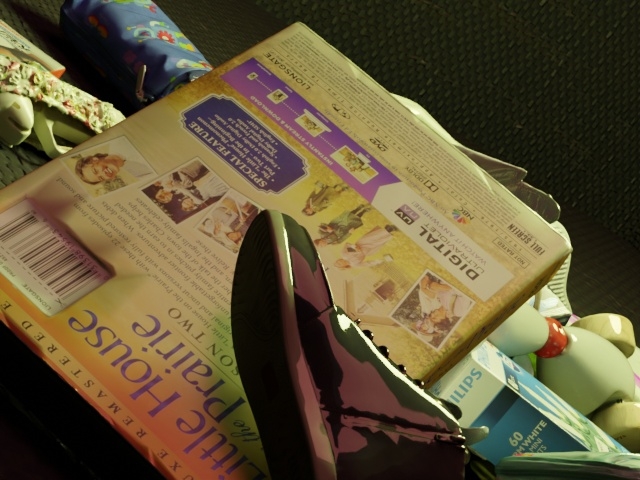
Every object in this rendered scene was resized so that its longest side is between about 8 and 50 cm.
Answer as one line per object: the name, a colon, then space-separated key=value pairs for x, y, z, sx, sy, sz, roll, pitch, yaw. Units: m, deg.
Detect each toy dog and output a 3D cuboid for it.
toy dog: x=0.245 y=0.146 z=1.804 sx=0.334 sy=0.161 sz=0.220 roll=42 pitch=35 yaw=-27

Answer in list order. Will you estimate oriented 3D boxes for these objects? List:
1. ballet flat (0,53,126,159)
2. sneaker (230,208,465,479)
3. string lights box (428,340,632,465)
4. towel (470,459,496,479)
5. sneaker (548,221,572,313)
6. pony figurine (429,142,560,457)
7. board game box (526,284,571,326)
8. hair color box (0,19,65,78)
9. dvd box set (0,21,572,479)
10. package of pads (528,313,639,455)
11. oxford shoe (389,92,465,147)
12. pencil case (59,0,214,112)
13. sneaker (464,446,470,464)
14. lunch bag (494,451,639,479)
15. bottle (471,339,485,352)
ballet flat: x=-0.277 y=-0.121 z=1.541 sx=0.241 sy=0.091 sz=0.077 roll=19 pitch=46 yaw=-44
sneaker: x=0.015 y=0.083 z=1.048 sx=0.118 sy=0.083 sz=0.222 roll=2 pitch=61 yaw=-28
string lights box: x=0.228 y=0.207 z=1.596 sx=0.260 sy=0.077 sz=0.133 roll=38 pitch=11 yaw=-5
towel: x=0.235 y=0.264 z=1.665 sx=0.102 sy=0.021 sz=0.237 roll=39 pitch=12 yaw=24
sneaker: x=0.263 y=0.039 z=2.211 sx=0.161 sy=0.102 sz=0.282 roll=39 pitch=-25 yaw=32
pony figurine: x=-0.006 y=0.022 z=1.414 sx=0.351 sy=0.303 sz=0.363 roll=34 pitch=25 yaw=30
board game box: x=0.177 y=0.046 z=1.932 sx=0.194 sy=0.060 sz=0.194 roll=-11 pitch=58 yaw=-21
hair color box: x=-0.338 y=-0.182 z=1.647 sx=0.093 sy=0.053 sz=0.167 roll=37 pitch=14 yaw=-1
dvd box set: x=-0.044 y=0.019 z=1.169 sx=0.307 sy=0.062 sz=0.420 roll=40 pitch=47 yaw=15
package of pads: x=0.419 y=0.222 z=2.120 sx=0.229 sy=0.101 sz=0.296 roll=25 pitch=18 yaw=-41
oxford shoe: x=0.105 y=-0.073 z=2.012 sx=0.449 sy=0.169 sz=0.130 roll=24 pitch=43 yaw=-47
pencil case: x=-0.223 y=-0.227 z=1.974 sx=0.133 sy=0.119 sz=0.306 roll=9 pitch=28 yaw=-43
sneaker: x=0.116 y=0.196 z=1.576 sx=0.083 sy=0.032 sz=0.037 roll=46 pitch=1 yaw=20
lunch bag: x=0.308 y=0.251 z=1.394 sx=0.279 sy=0.108 sz=0.224 roll=12 pitch=-14 yaw=-29
bottle: x=0.143 y=0.018 z=1.637 sx=0.092 sy=0.118 sz=0.283 roll=40 pitch=26 yaw=-15
